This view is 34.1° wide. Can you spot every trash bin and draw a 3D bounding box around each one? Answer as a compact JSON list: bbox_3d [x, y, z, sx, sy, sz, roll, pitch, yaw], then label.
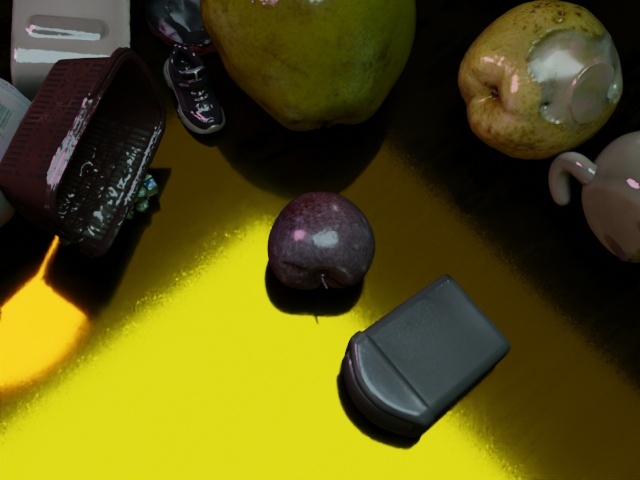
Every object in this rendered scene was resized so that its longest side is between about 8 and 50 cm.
[{"bbox_3d":[0.150,0.181,1.591,0.236,0.101,0.177,-36,73,-20],"label":"trash bin"}]

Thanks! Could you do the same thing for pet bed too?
[{"bbox_3d":[-0.214,-0.413,1.835,0.201,0.053,0.201,2,66,-4],"label":"pet bed"}]

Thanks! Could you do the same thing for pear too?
[{"bbox_3d":[0.355,-0.260,1.716,0.271,0.271,0.271,2,67,-5],"label":"pear"},{"bbox_3d":[-0.014,-0.386,1.691,0.351,0.352,0.414,-9,81,-9],"label":"pear"}]

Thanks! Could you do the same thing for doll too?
[{"bbox_3d":[0.586,-0.101,1.688,0.370,0.215,0.226,-19,70,-15],"label":"doll"}]

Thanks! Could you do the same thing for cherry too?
[{"bbox_3d":[0.004,-0.002,1.631,0.176,0.140,0.176,-4,57,5],"label":"cherry"}]

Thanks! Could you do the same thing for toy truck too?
[{"bbox_3d":[-0.349,-0.066,1.664,0.175,0.067,0.081,-28,74,-15],"label":"toy truck"}]

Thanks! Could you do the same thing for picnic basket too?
[{"bbox_3d":[-0.357,-0.139,1.566,0.129,0.222,0.297,12,66,20],"label":"picnic basket"}]

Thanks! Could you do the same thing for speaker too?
[{"bbox_3d":[-0.412,-0.406,1.749,0.184,0.183,0.406,0,68,-11],"label":"speaker"}]

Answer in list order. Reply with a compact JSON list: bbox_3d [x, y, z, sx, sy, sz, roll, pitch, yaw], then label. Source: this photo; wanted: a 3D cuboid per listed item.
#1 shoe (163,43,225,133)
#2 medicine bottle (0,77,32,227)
[{"bbox_3d":[-0.212,-0.262,1.744,0.071,0.099,0.169,-22,71,-17],"label":"shoe"},{"bbox_3d":[-0.571,-0.095,1.564,0.244,0.245,0.290,20,68,3],"label":"medicine bottle"}]
